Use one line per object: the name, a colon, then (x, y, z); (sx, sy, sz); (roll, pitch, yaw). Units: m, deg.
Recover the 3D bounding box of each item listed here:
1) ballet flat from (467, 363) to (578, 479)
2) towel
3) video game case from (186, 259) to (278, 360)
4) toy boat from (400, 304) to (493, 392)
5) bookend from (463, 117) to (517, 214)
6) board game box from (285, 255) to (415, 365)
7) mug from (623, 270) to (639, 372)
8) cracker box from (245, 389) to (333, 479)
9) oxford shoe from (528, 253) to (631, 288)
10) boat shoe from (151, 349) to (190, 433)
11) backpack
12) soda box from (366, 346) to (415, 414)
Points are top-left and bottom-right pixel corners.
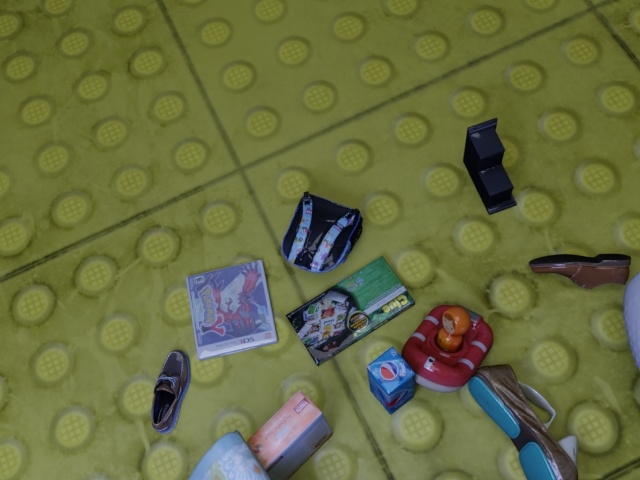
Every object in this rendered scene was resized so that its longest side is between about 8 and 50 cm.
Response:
ballet flat: (0.435, 0.390, 1.553); (0.124, 0.116, 0.342); (-21, 61, -23)
towel: (-0.142, 0.568, 1.411); (0.090, 0.374, 0.320); (-20, 60, -43)
video game case: (-0.203, 0.156, 1.755); (0.183, 0.023, 0.201); (-13, 66, 0)
toy boat: (0.265, 0.197, 1.580); (0.151, 0.151, 0.231); (27, 44, 21)
bookend: (0.391, -0.167, 1.756); (0.072, 0.157, 0.156); (-20, 66, -2)
board game box: (0.067, 0.155, 1.724); (0.259, 0.030, 0.136); (-31, 65, -7)
mug: (0.794, 0.186, 1.505); (0.374, 0.276, 0.328); (-16, 58, -6)
cracker box: (-0.060, 0.394, 1.523); (0.155, 0.232, 0.067); (-42, 69, -12)
oxford shoe: (0.564, 0.070, 1.688); (0.212, 0.076, 0.076); (2, 107, 18)
boat shoe: (-0.326, 0.322, 1.673); (0.066, 0.066, 0.183); (2, 67, 7)
backpack: (0.000, 0.000, 1.748); (0.158, 0.117, 0.173); (19, 70, 13)
soda box: (0.143, 0.286, 1.559); (0.067, 0.210, 0.071); (-36, 68, -9)
